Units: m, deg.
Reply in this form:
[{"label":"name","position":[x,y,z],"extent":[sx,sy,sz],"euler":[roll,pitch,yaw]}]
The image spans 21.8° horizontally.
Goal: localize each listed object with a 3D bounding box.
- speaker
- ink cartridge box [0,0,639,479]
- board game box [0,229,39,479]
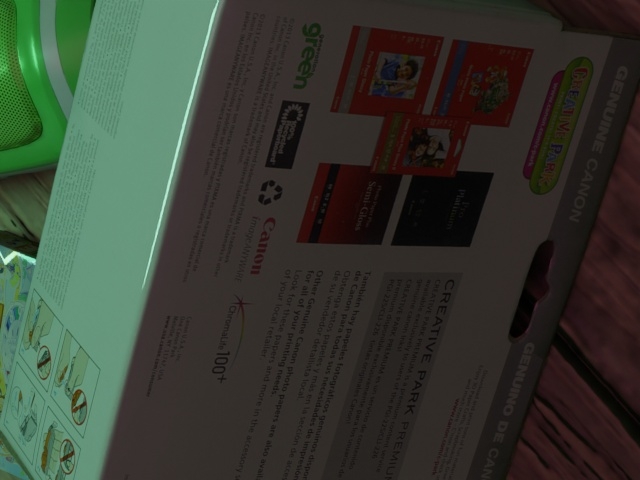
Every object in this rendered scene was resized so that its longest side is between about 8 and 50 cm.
[{"label":"speaker","position":[-0.224,-0.097,1.023],"extent":[0.296,0.131,0.131],"euler":[-8,96,29]},{"label":"ink cartridge box","position":[0.000,0.000,0.895],"extent":[0.130,0.272,0.309],"euler":[40,120,50]},{"label":"board game box","position":[-0.189,0.082,1.097],"extent":[0.103,0.026,0.154],"euler":[19,109,24]}]
